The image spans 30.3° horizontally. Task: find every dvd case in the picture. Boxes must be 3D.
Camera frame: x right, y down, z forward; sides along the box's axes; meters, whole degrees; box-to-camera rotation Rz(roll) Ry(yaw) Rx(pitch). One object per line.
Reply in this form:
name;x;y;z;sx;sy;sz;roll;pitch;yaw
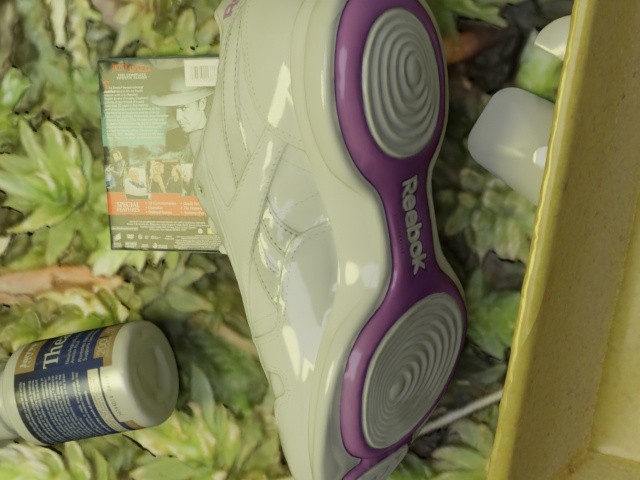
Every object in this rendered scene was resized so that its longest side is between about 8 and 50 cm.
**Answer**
dvd case;-0.092;-0.052;0.721;0.087;0.013;0.120;1;102;19

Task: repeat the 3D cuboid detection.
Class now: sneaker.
sneaker;0.000;0.000;0.665;0.152;0.114;0.305;16;114;43

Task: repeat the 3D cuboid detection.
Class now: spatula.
spatula;0.215;-0.049;0.614;0.242;0.019;0.168;33;108;7

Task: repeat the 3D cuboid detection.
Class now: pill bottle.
pill bottle;-0.155;0.092;0.742;0.120;0.067;0.067;-13;96;21

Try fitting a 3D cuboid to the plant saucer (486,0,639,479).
plant saucer;0.267;0.027;0.564;0.332;0.081;0.333;11;105;13
